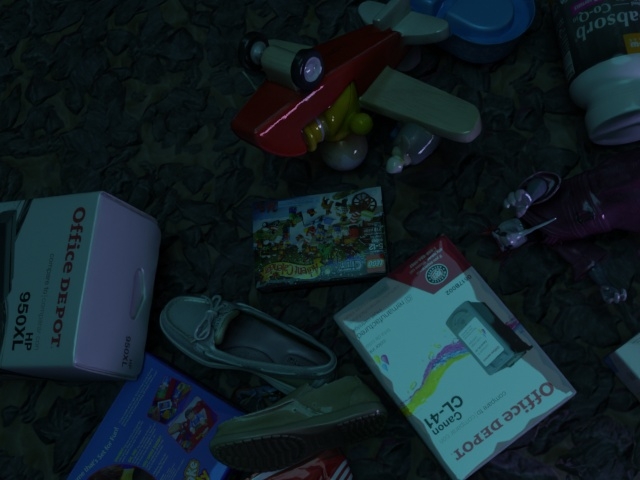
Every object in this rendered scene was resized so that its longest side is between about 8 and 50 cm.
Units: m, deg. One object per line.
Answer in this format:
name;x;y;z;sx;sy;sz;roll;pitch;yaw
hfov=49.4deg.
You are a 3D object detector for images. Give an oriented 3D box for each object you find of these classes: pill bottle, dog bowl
pill bottle;0.480;-0.310;1.145;0.162;0.162;0.278;-9;71;9
dog bowl;0.240;-0.427;1.264;0.297;0.074;0.166;36;71;20

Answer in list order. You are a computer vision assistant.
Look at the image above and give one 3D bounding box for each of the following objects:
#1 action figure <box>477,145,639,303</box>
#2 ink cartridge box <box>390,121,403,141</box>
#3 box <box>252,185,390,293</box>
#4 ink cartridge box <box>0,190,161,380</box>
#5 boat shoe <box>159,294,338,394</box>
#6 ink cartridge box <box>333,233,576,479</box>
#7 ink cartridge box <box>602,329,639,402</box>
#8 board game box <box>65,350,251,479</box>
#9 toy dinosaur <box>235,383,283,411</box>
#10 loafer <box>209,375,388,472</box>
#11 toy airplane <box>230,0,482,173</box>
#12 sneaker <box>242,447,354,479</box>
action figure;0.415;-0.071;1.072;0.370;0.248;0.275;-18;33;31
ink cartridge box;0.172;-0.184;1.240;0.083;0.028;0.048;30;81;18
box;0.000;0.000;1.211;0.233;0.044;0.159;-7;72;10
ink cartridge box;-0.495;0.087;1.185;0.395;0.166;0.285;-4;71;22
boat shoe;-0.119;0.159;1.139;0.320;0.103;0.118;24;56;15
ink cartridge box;0.200;0.180;1.071;0.226;0.131;0.306;-37;69;-1
ink cartridge box;0.506;0.199;1.021;0.090;0.092;0.143;-37;71;-2
board game box;-0.273;0.389;1.124;0.233;0.078;0.347;27;80;21
toy dinosaur;-0.099;0.257;1.168;0.082;0.047;0.090;14;43;24
loafer;-0.035;0.274;1.053;0.268;0.102;0.092;-11;41;-6
toy airplane;0.050;-0.254;1.193;0.384;0.272;0.386;-4;36;0
sneaker;-0.047;0.406;1.076;0.221;0.087;0.128;-34;68;1
